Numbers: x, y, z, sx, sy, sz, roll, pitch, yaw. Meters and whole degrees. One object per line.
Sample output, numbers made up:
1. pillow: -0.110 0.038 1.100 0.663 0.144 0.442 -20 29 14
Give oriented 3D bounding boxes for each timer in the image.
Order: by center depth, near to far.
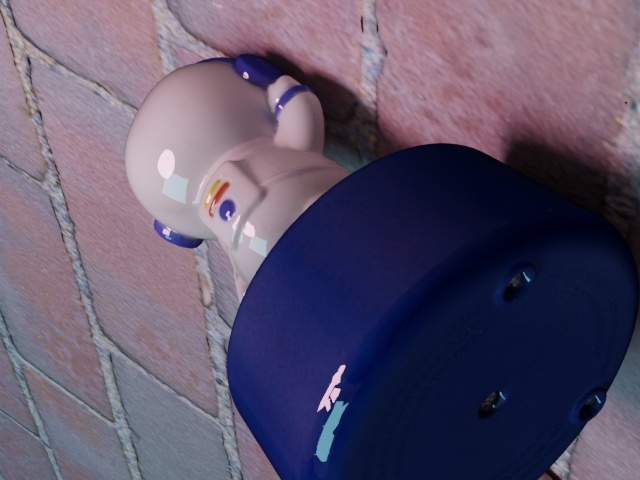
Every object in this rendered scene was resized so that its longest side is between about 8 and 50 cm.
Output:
1. timer: 0.000 0.000 1.141 0.383 0.270 0.270 44 161 36

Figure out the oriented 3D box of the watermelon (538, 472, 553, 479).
1. watermelon: 0.126 0.245 1.474 0.250 0.292 0.283 11 -162 -26
